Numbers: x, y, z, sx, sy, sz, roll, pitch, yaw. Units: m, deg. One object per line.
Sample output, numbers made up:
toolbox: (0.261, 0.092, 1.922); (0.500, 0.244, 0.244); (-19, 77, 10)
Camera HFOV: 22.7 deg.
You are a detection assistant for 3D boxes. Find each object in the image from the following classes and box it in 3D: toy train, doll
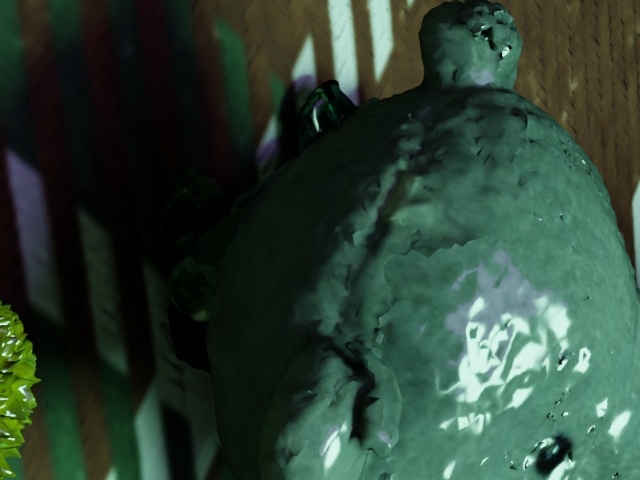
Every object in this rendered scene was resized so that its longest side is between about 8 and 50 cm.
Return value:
toy train: (0.000, 0.000, 0.670); (0.172, 0.070, 0.099); (-38, 131, -42)
doll: (0.077, 0.064, 0.610); (0.340, 0.158, 0.246); (54, 41, -51)

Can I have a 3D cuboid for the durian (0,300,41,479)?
durian: (-0.164, 0.027, 0.394); (0.198, 0.159, 0.146); (48, 60, -42)
